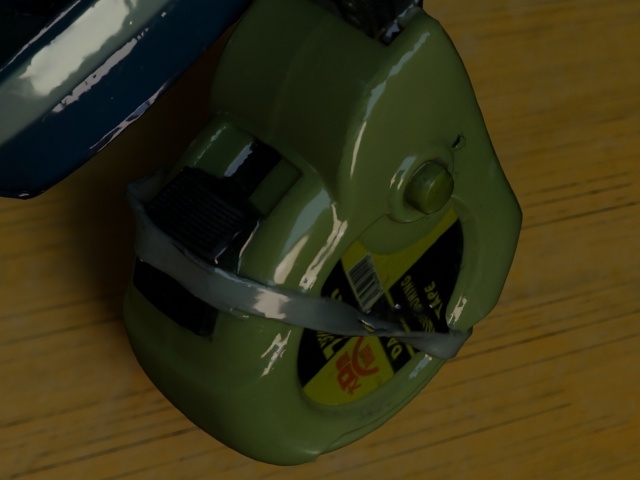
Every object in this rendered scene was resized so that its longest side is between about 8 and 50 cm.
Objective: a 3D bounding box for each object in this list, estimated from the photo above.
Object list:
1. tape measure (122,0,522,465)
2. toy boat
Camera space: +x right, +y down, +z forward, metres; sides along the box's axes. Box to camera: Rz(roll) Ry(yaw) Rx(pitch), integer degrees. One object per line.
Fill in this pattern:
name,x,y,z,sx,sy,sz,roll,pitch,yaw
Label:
tape measure,0.000,0.000,0.755,0.175,0.106,0.200,-48,149,-9
toy boat,-0.051,-0.129,0.722,0.299,0.096,0.062,-52,130,-14
